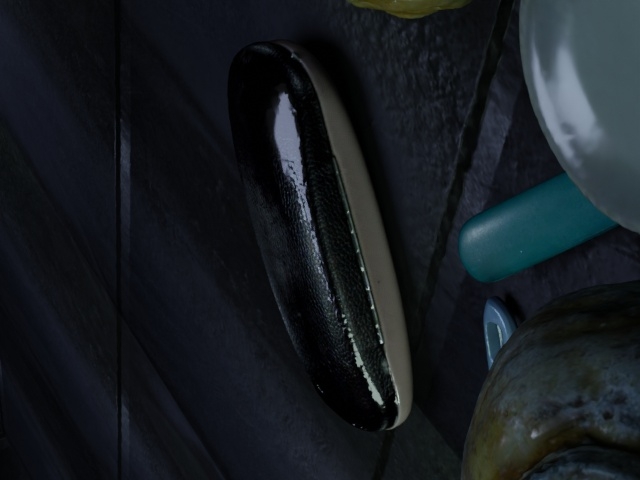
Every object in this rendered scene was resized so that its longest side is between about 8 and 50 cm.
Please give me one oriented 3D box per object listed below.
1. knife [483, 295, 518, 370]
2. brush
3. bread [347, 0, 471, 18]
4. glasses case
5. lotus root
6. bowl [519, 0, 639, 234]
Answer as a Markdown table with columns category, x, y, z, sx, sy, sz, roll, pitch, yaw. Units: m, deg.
| category | x | y | z | sx | sy | sz | roll | pitch | yaw |
| --- | --- | --- | --- | --- | --- | --- | --- | --- | --- |
| knife | 0.148 | 0.176 | 1.005 | 0.044 | 0.019 | 0.313 | 29 | 138 | 51 |
| brush | 0.145 | -0.018 | 0.829 | 0.193 | 0.032 | 0.043 | -29 | 79 | 54 |
| bread | 0.049 | -0.226 | 0.721 | 0.152 | 0.130 | 0.267 | 52 | 153 | 21 |
| glasses case | 0.000 | 0.000 | 1.080 | 0.122 | 0.075 | 0.314 | 17 | 126 | 62 |
| lotus root | 0.160 | 0.096 | 0.657 | 0.175 | 0.175 | 0.349 | 66 | -165 | 3 |
| bowl | 0.174 | -0.083 | 0.562 | 0.289 | 0.146 | 0.289 | 46 | 149 | 38 |
